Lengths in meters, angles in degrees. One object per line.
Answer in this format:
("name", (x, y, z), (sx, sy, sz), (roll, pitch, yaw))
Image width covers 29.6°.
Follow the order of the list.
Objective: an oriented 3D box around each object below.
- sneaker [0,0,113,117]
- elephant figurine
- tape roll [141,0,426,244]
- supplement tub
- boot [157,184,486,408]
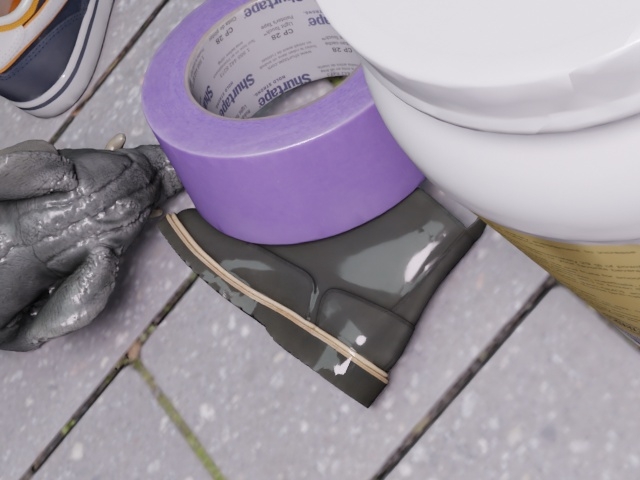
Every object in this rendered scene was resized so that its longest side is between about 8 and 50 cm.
("sneaker", (-0.232, -0.274, 1.025), (0.126, 0.127, 0.321), (-7, 65, 35))
("elephant figurine", (-0.193, -0.012, 0.850), (0.239, 0.169, 0.186), (-19, 55, 32))
("tape roll", (-0.013, -0.093, 0.776), (0.189, 0.080, 0.189), (-12, 46, 13))
("supplement tub", (0.164, -0.087, 0.526), (0.241, 0.331, 0.241), (-15, 62, 29))
("boot", (0.000, 0.000, 0.783), (0.198, 0.077, 0.137), (36, 86, 28))
